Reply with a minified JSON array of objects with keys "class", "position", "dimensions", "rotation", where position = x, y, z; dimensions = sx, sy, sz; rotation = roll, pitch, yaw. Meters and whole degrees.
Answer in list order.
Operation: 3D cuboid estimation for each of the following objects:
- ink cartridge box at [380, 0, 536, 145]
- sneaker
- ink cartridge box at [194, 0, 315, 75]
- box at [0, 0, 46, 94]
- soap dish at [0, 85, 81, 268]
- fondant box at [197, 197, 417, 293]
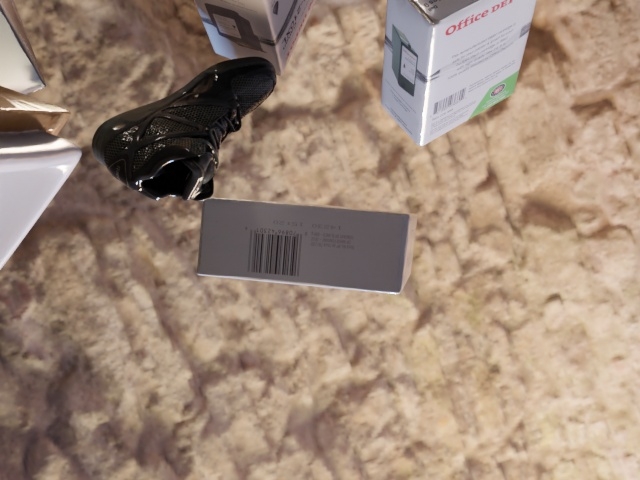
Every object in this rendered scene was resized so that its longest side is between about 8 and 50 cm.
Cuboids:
[{"class":"ink cartridge box","position":[0.217,-0.318,1.399],"dimensions":[0.121,0.211,0.289],"rotation":[52,162,26]},{"class":"sneaker","position":[-0.123,-0.116,0.972],"dimensions":[0.130,0.228,0.087],"rotation":[44,152,28]},{"class":"ink cartridge box","position":[-0.064,-0.316,0.987],"dimensions":[0.237,0.100,0.171],"rotation":[77,-145,-78]},{"class":"box","position":[-0.372,-0.270,0.827],"dimensions":[0.261,0.103,0.184],"rotation":[79,168,-60]},{"class":"soap dish","position":[-0.282,-0.007,0.542],"dimensions":[0.118,0.229,0.291],"rotation":[38,-174,-5]},{"class":"fondant box","position":[0.000,0.000,1.146],"dimensions":[0.330,0.239,0.096],"rotation":[-20,-65,-82]}]
